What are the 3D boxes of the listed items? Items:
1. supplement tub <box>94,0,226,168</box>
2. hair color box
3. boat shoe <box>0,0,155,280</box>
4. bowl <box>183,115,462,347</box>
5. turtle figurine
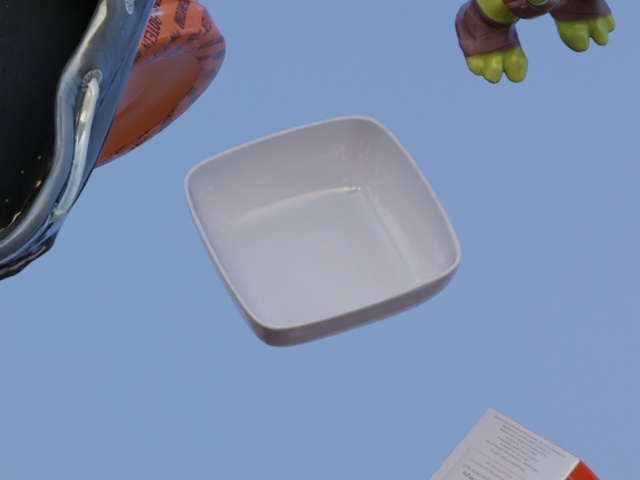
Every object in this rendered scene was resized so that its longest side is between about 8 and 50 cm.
[{"bbox_3d":[-0.224,-0.224,1.360,0.338,0.207,0.207,55,-19,15],"label":"supplement tub"},{"bbox_3d":[0.079,0.183,1.079,0.053,0.167,0.093,48,-10,-30],"label":"hair color box"},{"bbox_3d":[-0.092,-0.135,0.718,0.116,0.319,0.099,19,-1,-16],"label":"boat shoe"},{"bbox_3d":[0.000,0.000,1.158,0.142,0.142,0.053,-19,-35,-16],"label":"bowl"},{"bbox_3d":[0.146,-0.175,1.089,0.087,0.269,0.217,47,-30,9],"label":"turtle figurine"}]
